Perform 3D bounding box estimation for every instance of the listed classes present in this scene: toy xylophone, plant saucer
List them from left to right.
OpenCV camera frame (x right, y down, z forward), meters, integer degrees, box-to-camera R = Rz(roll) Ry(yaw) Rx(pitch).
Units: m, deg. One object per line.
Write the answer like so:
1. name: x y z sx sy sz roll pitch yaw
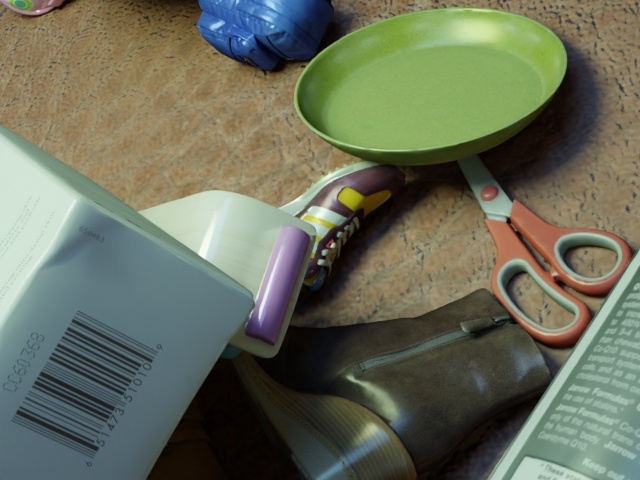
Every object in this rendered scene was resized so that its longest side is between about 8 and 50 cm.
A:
1. toy xylophone: -0.146 0.069 1.157 0.323 0.081 0.236 -1 62 57
2. plant saucer: 0.098 -0.132 1.239 0.241 0.037 0.241 -8 35 6

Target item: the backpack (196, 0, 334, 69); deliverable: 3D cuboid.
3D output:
1. backpack: -0.052 -0.222 1.399 0.120 0.098 0.101 20 89 30

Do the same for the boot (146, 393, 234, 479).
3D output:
1. boot: -0.101 0.181 1.133 0.197 0.073 0.152 -15 46 15

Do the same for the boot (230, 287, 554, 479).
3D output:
1. boot: 0.044 0.095 1.128 0.207 0.090 0.248 -28 41 -11

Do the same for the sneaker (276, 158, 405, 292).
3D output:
1. sneaker: 0.000 0.000 1.224 0.185 0.069 0.084 -28 65 7

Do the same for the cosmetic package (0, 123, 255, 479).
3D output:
1. cosmetic package: -0.228 0.048 1.064 0.217 0.156 0.385 -58 28 1

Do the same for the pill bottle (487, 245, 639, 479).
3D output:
1. pill bottle: 0.258 0.109 0.885 0.210 0.210 0.363 23 70 40

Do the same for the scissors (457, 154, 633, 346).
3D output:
1. scissors: 0.143 -0.021 1.180 0.109 0.021 0.297 -42 48 -3

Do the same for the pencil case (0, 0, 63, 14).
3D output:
1. pencil case: -0.325 -0.405 1.680 0.124 0.124 0.284 -12 50 22
